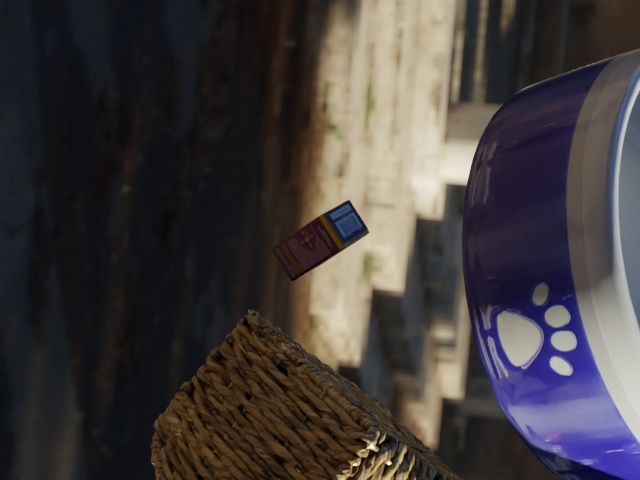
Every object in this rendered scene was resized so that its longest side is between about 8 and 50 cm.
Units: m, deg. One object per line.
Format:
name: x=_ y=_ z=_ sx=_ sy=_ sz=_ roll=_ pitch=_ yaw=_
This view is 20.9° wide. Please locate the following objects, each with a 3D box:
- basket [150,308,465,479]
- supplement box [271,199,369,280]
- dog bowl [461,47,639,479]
basket: x=-0.008 y=0.250 z=1.721 sx=0.213 sy=0.299 sz=0.223 roll=-51 pitch=126 yaw=0
supplement box: x=0.000 y=0.000 z=1.793 sx=0.043 sy=0.083 sz=0.055 roll=57 pitch=35 yaw=1
dog bowl: x=0.202 y=0.020 z=1.026 sx=0.265 sy=0.104 sz=0.265 roll=17 pitch=66 yaw=-45
